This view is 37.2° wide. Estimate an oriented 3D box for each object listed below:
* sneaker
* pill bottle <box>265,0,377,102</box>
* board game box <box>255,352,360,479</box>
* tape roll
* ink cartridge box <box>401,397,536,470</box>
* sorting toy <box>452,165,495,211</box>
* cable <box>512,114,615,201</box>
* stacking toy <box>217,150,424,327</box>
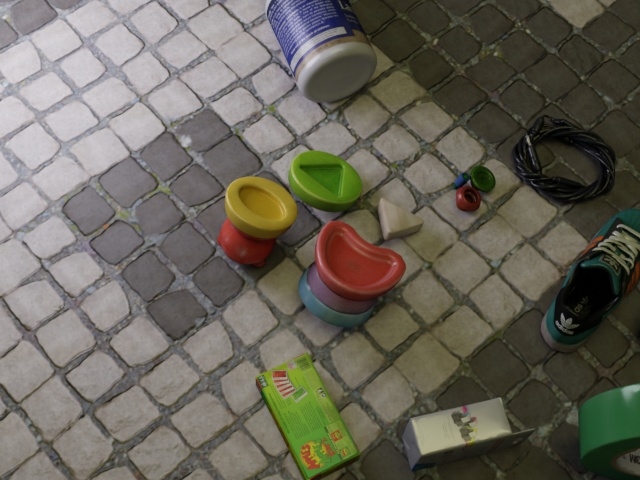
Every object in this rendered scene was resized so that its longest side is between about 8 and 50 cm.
[{"bbox_3d":[0.477,0.050,1.571,0.108,0.121,0.302,34,67,13],"label":"sneaker"},{"bbox_3d":[-0.013,-0.399,1.746,0.153,0.153,0.265,-19,67,-12],"label":"pill bottle"},{"bbox_3d":[-0.021,0.276,1.478,0.092,0.043,0.181,-24,67,-13],"label":"board game box"},{"bbox_3d":[0.532,0.279,1.352,0.321,0.321,0.077,4,64,-1],"label":"tape roll"},{"bbox_3d":[0.223,0.292,1.449,0.181,0.104,0.062,-11,66,-9],"label":"ink cartridge box"},{"bbox_3d":[0.263,-0.089,1.678,0.061,0.042,0.102,41,56,-1],"label":"sorting toy"},{"bbox_3d":[0.440,-0.140,1.703,0.184,0.047,0.150,37,68,13],"label":"cable"},{"bbox_3d":[0.000,0.000,1.608,0.309,0.130,0.279,37,42,11],"label":"stacking toy"}]
